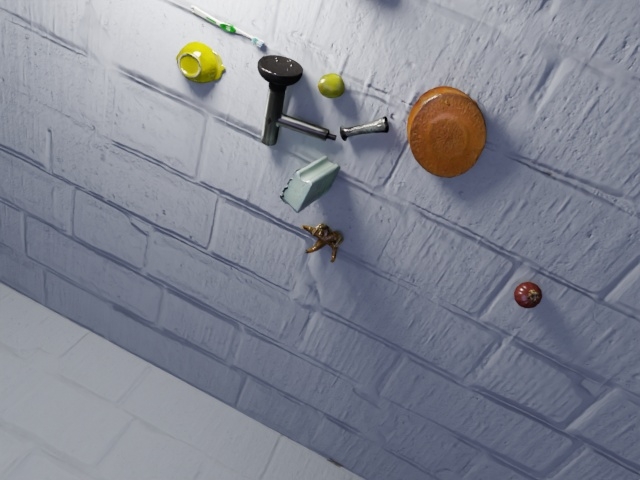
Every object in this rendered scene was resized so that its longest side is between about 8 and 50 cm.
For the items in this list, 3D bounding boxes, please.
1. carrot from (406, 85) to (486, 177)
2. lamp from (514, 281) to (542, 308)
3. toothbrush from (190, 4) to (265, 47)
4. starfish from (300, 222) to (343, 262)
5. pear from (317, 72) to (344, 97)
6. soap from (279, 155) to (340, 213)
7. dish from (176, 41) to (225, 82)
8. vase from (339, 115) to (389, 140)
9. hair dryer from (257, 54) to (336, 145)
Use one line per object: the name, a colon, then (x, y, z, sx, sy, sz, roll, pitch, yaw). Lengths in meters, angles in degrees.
carrot: (0.418, -0.355, 1.545, 0.259, 0.100, 0.307, -4, 124, 21)
lamp: (0.773, 0.204, 1.721, 0.101, 0.090, 0.101, -1, 95, -8)
toothbrush: (-0.331, -0.759, 1.636, 0.304, 0.030, 0.030, 30, 124, 6)
starfish: (-0.001, 0.000, 1.910, 0.190, 0.074, 0.146, 30, 123, 3)
pear: (0.035, -0.532, 1.584, 0.092, 0.097, 0.092, 2, 92, 41)
soap: (-0.030, -0.210, 1.696, 0.094, 0.261, 0.150, 41, 126, 7)
dish: (-0.464, -0.653, 1.714, 0.208, 0.080, 0.148, 14, 123, 15)
vase: (0.155, -0.395, 1.635, 0.167, 0.059, 0.059, -6, 116, 24)
hair dryer: (-0.079, -0.487, 1.675, 0.285, 0.155, 0.320, 2, 134, -3)
